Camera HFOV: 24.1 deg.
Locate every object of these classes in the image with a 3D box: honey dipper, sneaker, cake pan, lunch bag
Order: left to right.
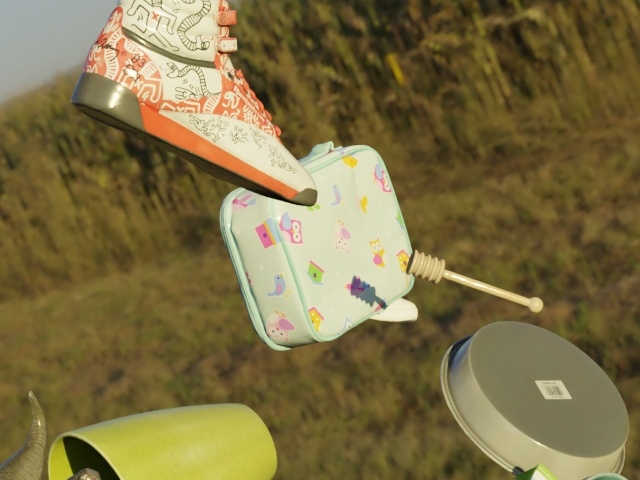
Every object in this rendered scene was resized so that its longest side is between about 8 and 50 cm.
[{"bbox_3d":[-0.088,-0.138,1.386,0.090,0.270,0.145,12,79,57],"label":"sneaker"},{"bbox_3d":[0.000,0.000,1.872,0.108,0.224,0.279,-17,7,35],"label":"lunch bag"},{"bbox_3d":[0.037,0.060,2.100,0.212,0.094,0.080,12,-6,2],"label":"sneaker"},{"bbox_3d":[0.175,0.051,1.686,0.161,0.030,0.030,21,0,-7],"label":"honey dipper"},{"bbox_3d":[0.308,0.222,2.087,0.293,0.293,0.054,-32,-22,-52],"label":"cake pan"}]

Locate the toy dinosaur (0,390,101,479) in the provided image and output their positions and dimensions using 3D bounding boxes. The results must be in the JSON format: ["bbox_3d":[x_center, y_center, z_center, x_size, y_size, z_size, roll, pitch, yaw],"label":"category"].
[{"bbox_3d":[-0.276,0.305,1.442,0.160,0.313,0.121,-8,-1,-19],"label":"toy dinosaur"}]

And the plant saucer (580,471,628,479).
[{"bbox_3d":[0.208,0.348,1.226,0.044,0.317,0.317,0,20,34],"label":"plant saucer"}]

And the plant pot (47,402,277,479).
[{"bbox_3d":[-0.222,0.368,2.308,0.293,0.274,0.275,-23,5,-36],"label":"plant pot"}]

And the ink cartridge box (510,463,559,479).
[{"bbox_3d":[0.269,0.439,1.877,0.097,0.189,0.255,-42,6,42],"label":"ink cartridge box"}]
